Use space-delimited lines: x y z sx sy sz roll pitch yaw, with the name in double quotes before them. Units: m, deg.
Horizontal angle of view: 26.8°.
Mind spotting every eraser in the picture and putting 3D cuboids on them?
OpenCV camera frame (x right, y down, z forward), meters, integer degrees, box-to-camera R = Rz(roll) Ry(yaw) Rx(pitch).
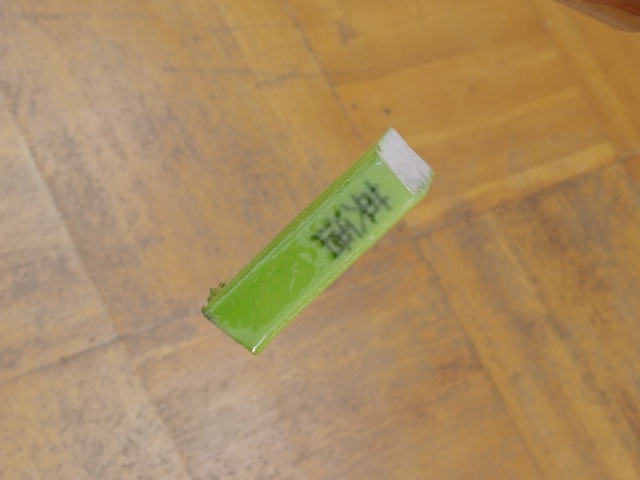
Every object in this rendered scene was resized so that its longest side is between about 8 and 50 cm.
"eraser" 0.000 0.000 1.526 0.092 0.274 0.210 47 14 -3

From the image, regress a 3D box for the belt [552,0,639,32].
"belt" 0.155 -0.220 0.704 0.105 0.184 0.261 22 27 -12
